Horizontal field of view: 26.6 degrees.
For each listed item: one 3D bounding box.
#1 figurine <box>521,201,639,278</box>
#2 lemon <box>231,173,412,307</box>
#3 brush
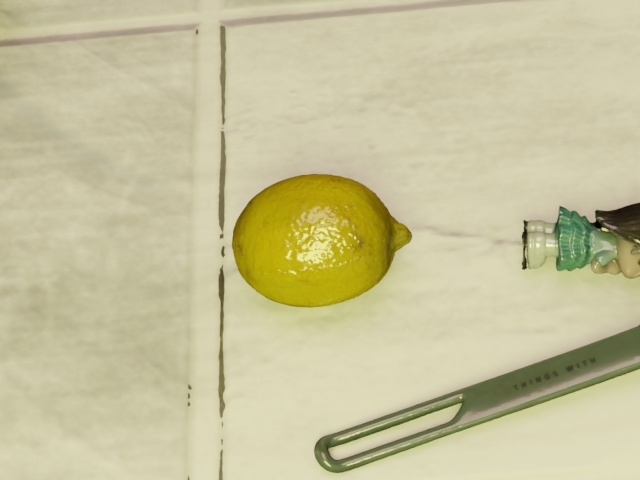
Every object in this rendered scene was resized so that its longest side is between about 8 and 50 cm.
[{"bbox_3d":[0.177,-0.001,0.830,0.106,0.047,0.060,-1,12,12],"label":"figurine"},{"bbox_3d":[0.000,0.000,0.823,0.110,0.082,0.082,-8,53,9],"label":"lemon"},{"bbox_3d":[0.124,0.086,0.785,0.266,0.027,0.062,-18,53,-3],"label":"brush"}]
